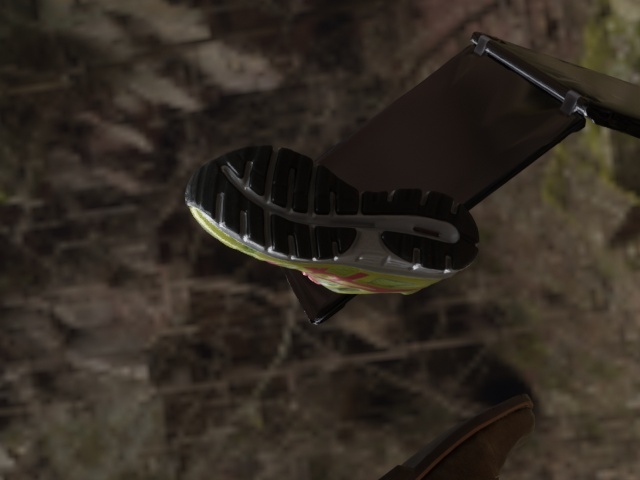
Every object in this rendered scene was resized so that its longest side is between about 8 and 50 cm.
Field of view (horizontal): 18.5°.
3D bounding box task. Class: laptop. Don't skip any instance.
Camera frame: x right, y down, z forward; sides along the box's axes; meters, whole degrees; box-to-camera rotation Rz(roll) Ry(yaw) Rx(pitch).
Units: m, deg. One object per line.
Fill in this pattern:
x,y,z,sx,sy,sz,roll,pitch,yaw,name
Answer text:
0.190,-0.031,1.718,0.382,0.408,0.236,-121,49,-72,laptop

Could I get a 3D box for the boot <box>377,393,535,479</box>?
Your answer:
0.114,0.232,1.722,0.115,0.112,0.305,50,-140,8,boot

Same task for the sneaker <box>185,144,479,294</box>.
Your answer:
0.000,0.000,1.375,0.094,0.208,0.081,132,150,-58,sneaker
